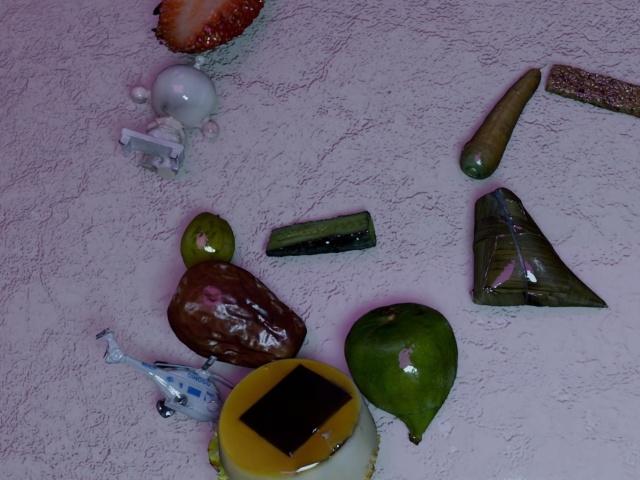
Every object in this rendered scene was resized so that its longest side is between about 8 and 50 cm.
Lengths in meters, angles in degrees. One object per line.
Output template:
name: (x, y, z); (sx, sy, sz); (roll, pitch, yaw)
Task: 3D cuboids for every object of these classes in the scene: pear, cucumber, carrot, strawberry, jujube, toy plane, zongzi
pear: (-0.222, 0.009, 1.468); (0.107, 0.107, 0.131); (16, 83, 15)
cucumber: (0.001, 0.001, 1.458); (0.211, 0.062, 0.078); (-12, 37, 13)
carrot: (0.369, -0.247, 1.467); (0.078, 0.078, 0.298); (30, 74, 18)
strawberry: (-0.242, -0.485, 1.605); (0.233, 0.137, 0.306); (19, 67, 29)
jujube: (-0.154, 0.147, 1.375); (0.255, 0.190, 0.190); (29, 80, 5)
toy plane: (-0.275, 0.253, 1.346); (0.182, 0.273, 0.107); (-13, 49, 33)
zongzi: (0.399, 0.015, 1.354); (0.242, 0.112, 0.221); (2, 72, 3)

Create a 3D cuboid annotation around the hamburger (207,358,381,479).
hamburger: (-0.041, 0.341, 1.266); (0.294, 0.179, 0.276); (22, 49, 35)

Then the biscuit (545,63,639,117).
biscuit: (0.546, -0.295, 1.459); (0.199, 0.034, 0.064); (19, 78, 16)

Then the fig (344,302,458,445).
fig: (0.160, 0.242, 1.318); (0.203, 0.203, 0.235); (-21, 110, 3)

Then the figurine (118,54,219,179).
figurine: (-0.313, -0.272, 1.557); (0.182, 0.144, 0.256); (12, 72, 17)
